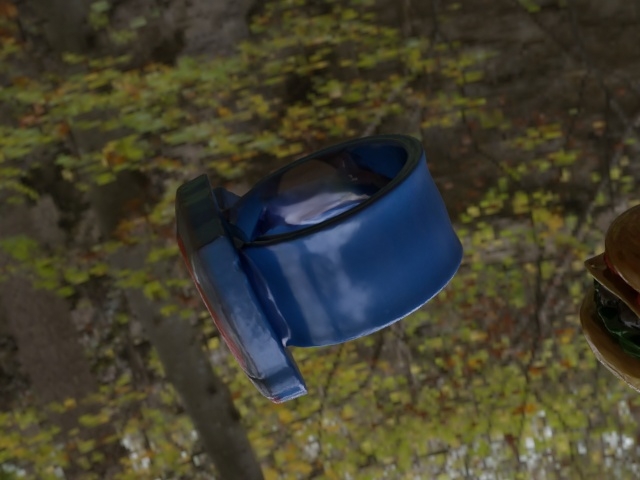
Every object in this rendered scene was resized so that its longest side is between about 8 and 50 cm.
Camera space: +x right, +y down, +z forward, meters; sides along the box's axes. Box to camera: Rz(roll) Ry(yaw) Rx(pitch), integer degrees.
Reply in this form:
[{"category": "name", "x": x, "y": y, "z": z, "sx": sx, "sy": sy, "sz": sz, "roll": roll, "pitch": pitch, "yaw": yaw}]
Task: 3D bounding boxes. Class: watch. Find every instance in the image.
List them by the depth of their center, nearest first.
[{"category": "watch", "x": 0.000, "y": 0.000, "z": 1.398, "sx": 0.275, "sy": 0.241, "sz": 0.305, "roll": -25, "pitch": -157, "yaw": 2}]

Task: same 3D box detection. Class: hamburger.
[{"category": "hamburger", "x": 0.249, "y": 0.040, "z": 0.849, "sx": 0.162, "sy": 0.115, "sz": 0.162, "roll": 5, "pitch": -150, "yaw": -3}]
